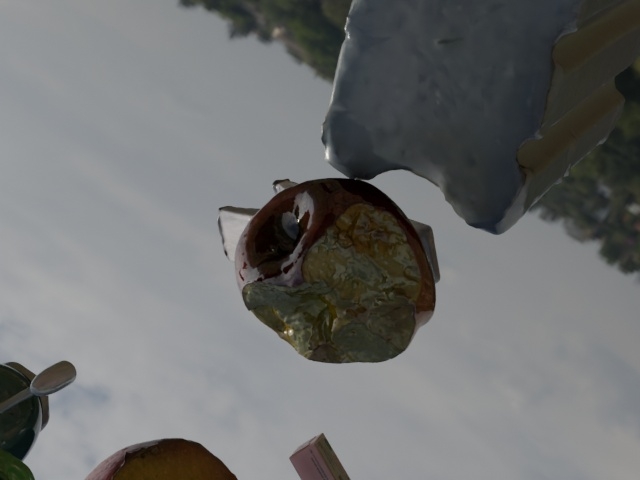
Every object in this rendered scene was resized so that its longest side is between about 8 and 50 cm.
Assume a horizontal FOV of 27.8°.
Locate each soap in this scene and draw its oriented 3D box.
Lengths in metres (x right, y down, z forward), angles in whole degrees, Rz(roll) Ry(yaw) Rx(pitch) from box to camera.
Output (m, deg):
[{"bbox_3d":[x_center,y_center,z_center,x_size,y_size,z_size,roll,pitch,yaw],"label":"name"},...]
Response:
[{"bbox_3d":[0.202,-0.237,1.304,0.213,0.350,0.435,23,-153,17],"label":"soap"}]

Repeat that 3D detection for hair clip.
[{"bbox_3d":[0.000,-0.004,1.358,0.101,0.085,0.331,-13,-168,-26],"label":"hair clip"}]

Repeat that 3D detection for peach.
[{"bbox_3d":[-0.230,0.411,1.760,0.281,0.281,0.338,31,176,3],"label":"peach"}]

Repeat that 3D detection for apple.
[{"bbox_3d":[0.017,0.027,1.108,0.158,0.156,0.147,38,-161,-31],"label":"apple"}]

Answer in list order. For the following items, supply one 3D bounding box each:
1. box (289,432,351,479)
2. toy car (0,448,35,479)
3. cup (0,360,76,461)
[{"bbox_3d":[0.011,0.330,1.760,0.125,0.043,0.089,60,-173,5],"label":"box"},{"bbox_3d":[-0.452,0.381,1.390,0.213,0.359,0.176,28,-171,-12],"label":"toy car"},{"bbox_3d":[-0.428,0.228,1.635,0.167,0.299,0.173,62,-160,0],"label":"cup"}]
